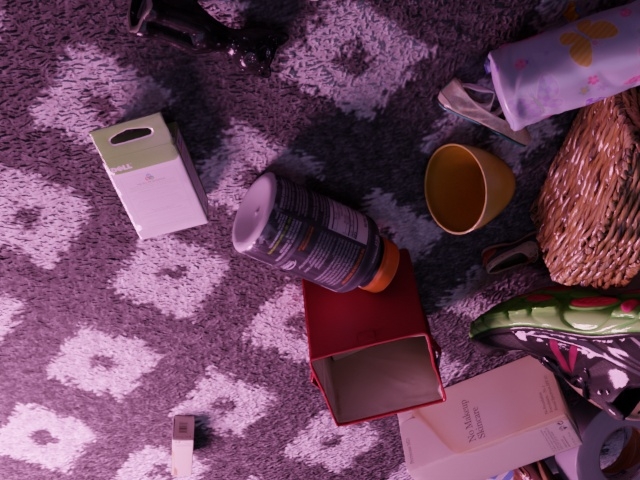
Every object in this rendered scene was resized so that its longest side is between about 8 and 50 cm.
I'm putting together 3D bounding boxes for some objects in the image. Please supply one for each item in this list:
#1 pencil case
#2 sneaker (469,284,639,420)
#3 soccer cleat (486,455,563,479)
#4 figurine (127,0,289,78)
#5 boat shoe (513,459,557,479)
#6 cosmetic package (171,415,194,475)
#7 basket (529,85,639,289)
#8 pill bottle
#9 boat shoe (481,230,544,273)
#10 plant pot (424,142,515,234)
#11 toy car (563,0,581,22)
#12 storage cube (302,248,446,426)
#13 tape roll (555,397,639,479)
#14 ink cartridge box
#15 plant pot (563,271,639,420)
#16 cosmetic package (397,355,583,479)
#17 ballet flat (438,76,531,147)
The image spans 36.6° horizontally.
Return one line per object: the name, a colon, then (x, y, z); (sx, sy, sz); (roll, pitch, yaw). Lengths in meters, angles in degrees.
pencil case: (0.363, -0.237, 1.293); (0.273, 0.113, 0.124); (-18, 151, 15)
sneaker: (0.415, 0.180, 1.520); (0.185, 0.483, 0.202); (-15, 98, -33)
soccer cleat: (0.370, 0.494, 1.963); (0.331, 0.143, 0.116); (-12, 132, 4)
figurine: (-0.103, -0.315, 1.219); (0.209, 0.092, 0.215); (18, 127, -31)
boat shoe: (0.408, 0.449, 1.893); (0.073, 0.207, 0.073); (-36, 148, 14)
cosmetic package: (-0.264, 0.393, 1.853); (0.041, 0.060, 0.115); (2, 130, -7)
basket: (0.475, -0.067, 1.417); (0.223, 0.213, 0.299); (7, 131, -12)
pill bottle: (0.000, 0.000, 1.477); (0.245, 0.130, 0.130); (24, 125, -25)
boat shoe: (0.334, 0.021, 1.596); (0.137, 0.043, 0.049); (-15, 130, 5)
plant pot: (0.235, -0.081, 1.447); (0.095, 0.134, 0.134); (-9, 138, -34)
toy car: (0.387, -0.325, 1.288); (0.060, 0.040, 0.122); (25, 124, -26)
storage cube: (0.084, 0.159, 1.591); (0.215, 0.193, 0.184); (-14, 132, 7)
tape roll: (0.565, 0.403, 1.876); (0.219, 0.072, 0.219); (-4, 100, -21)
ink cartridge box: (-0.244, -0.105, 1.398); (0.109, 0.062, 0.209); (-14, 132, 5)
plant pot: (0.543, 0.197, 1.683); (0.284, 0.191, 0.284); (-3, 132, -4)
cosmetic package: (0.311, 0.345, 1.811); (0.309, 0.160, 0.113); (-24, 129, 13)
ballet flat: (0.247, -0.185, 1.392); (0.168, 0.057, 0.052); (21, 117, -24)
